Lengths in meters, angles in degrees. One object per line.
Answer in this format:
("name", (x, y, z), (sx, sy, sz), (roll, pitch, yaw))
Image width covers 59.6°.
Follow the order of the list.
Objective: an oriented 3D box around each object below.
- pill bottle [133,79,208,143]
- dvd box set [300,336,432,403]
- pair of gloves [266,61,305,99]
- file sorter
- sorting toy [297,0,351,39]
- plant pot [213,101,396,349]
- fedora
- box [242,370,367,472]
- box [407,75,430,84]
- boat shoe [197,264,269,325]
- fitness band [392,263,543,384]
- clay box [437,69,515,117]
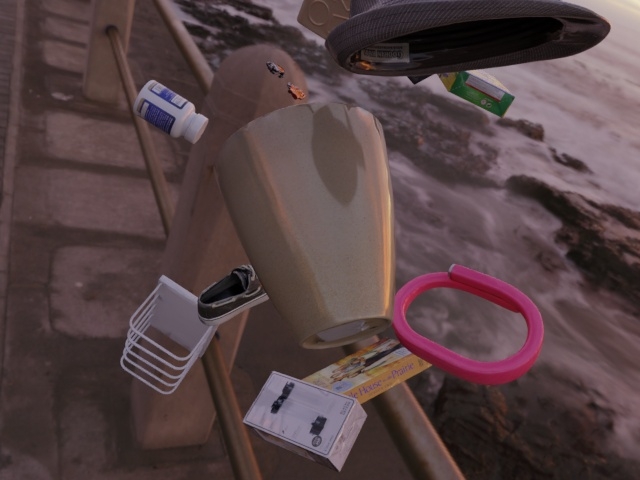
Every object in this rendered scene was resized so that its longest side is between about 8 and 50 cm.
("pill bottle", (-0.420, -0.358, 1.583), (0.186, 0.112, 0.112), (32, 29, -7))
("dvd box set", (0.108, 0.441, 1.796), (0.420, 0.062, 0.307), (-23, 5, -16))
("pair of gloves", (-0.057, -0.271, 0.947), (0.083, 0.010, 0.074), (46, 20, -6))
("file sorter", (-0.414, 0.268, 1.515), (0.192, 0.278, 0.173), (33, 50, -1))
("sorting toy", (0.047, -0.652, 1.551), (0.208, 0.193, 0.038), (38, 36, 14))
("plant pot", (0.000, 0.000, 0.773), (0.256, 0.256, 0.274), (1, 63, -32))
("fedora", (0.139, -0.251, 0.568), (0.275, 0.125, 0.243), (-2, 5, 22))
("box", (-0.044, 0.469, 1.476), (0.289, 0.087, 0.169), (7, 52, 35))
("box", (0.292, -0.546, 1.459), (0.059, 0.183, 0.233), (29, 45, -46))
("boat shoe", (-0.148, 0.089, 1.116), (0.077, 0.070, 0.219), (36, 53, 28))
("fitness band", (0.272, 0.152, 1.059), (0.290, 0.054, 0.209), (23, 57, 35))
("clay box", (0.318, -0.335, 1.179), (0.127, 0.053, 0.222), (23, 28, -9))
